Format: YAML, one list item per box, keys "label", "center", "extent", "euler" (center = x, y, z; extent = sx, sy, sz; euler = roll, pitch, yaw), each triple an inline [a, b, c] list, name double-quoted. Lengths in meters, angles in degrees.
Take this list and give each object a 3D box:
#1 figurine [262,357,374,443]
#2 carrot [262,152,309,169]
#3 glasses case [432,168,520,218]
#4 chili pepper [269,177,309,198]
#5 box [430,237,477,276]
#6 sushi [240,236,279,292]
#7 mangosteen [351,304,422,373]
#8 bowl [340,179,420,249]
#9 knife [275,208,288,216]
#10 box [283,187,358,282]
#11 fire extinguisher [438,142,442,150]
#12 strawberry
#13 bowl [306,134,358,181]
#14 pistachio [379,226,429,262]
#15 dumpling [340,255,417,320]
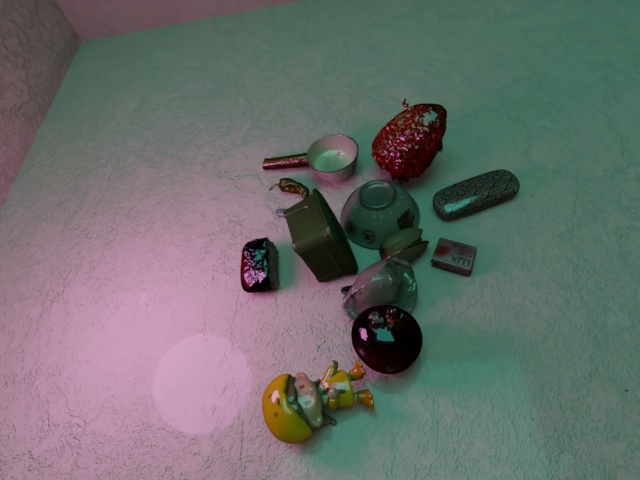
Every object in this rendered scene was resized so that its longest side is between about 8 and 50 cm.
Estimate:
- label: "figurine"
  center: [-0.013, 0.507, 1.445]
  extent: [0.343, 0.187, 0.215]
  euler: [-14, 44, -6]
- label: "carrot"
  center: [-0.148, -0.371, 2.160]
  extent: [0.260, 0.070, 0.070]
  euler: [-4, 54, 12]
- label: "glasses case"
  center: [0.632, -0.191, 1.857]
  extent: [0.354, 0.085, 0.137]
  euler: [-19, 53, -3]
- label: "chili pepper"
  center: [-0.140, -0.248, 2.064]
  extent: [0.204, 0.072, 0.073]
  euler: [20, 63, 23]
- label: "box"
  center: [0.503, 0.062, 1.723]
  extent: [0.156, 0.060, 0.111]
  euler: [15, 61, 22]
- label: "sushi"
  center: [-0.235, 0.100, 1.801]
  extent: [0.126, 0.136, 0.225]
  euler: [-8, 58, 16]
- label: "mangosteen"
  center: [0.223, 0.296, 1.483]
  extent: [0.235, 0.261, 0.235]
  euler: [6, 43, -6]
- label: "bowl"
  center: [0.236, -0.144, 1.864]
  extent: [0.337, 0.157, 0.337]
  euler: [-6, 53, 8]
- label: "knife"
  center: [-0.120, -0.121, 2.001]
  extent: [0.162, 0.023, 0.044]
  euler: [3, 52, 14]
- label: "box"
  center: [0.000, 0.000, 1.720]
  extent: [0.178, 0.329, 0.253]
  euler: [-27, 52, 7]
- label: "fire extinguisher"
  center: [0.541, -0.471, 2.105]
  extent: [0.056, 0.039, 0.132]
  euler: [4, 56, 3]
- label: "strawberry"
  center: [0.369, -0.433, 1.912]
  extent: [0.292, 0.343, 0.292]
  euler: [15, 31, -10]
- label: "bowl"
  center: [0.062, -0.357, 2.067]
  extent: [0.237, 0.126, 0.238]
  euler: [-5, 55, 8]
- label: "pistachio"
  center: [0.318, 0.026, 1.744]
  extent: [0.206, 0.131, 0.129]
  euler: [-31, 98, -12]
- label: "dumpling"
  center: [0.214, 0.185, 1.653]
  extent: [0.293, 0.204, 0.163]
  euler: [-40, 24, -3]
